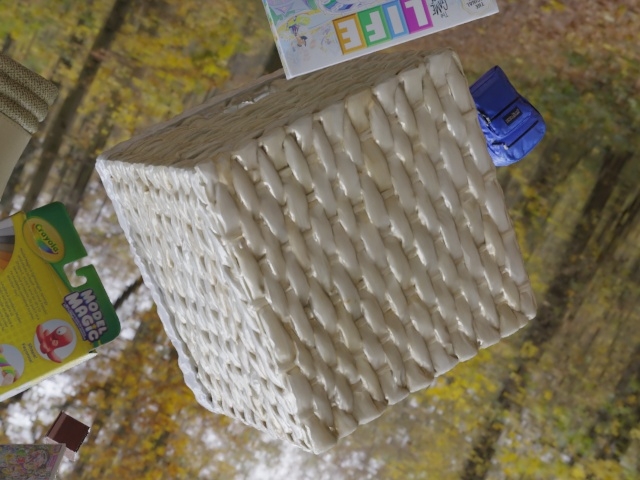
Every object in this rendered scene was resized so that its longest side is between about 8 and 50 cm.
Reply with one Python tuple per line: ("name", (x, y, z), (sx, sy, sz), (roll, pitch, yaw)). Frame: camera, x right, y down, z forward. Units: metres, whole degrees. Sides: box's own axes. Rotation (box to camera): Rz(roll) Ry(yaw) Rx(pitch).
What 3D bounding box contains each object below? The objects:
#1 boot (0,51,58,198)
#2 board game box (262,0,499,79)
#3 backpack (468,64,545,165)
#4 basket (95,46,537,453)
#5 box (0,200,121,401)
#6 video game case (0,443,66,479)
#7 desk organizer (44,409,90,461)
("boot", (-0.342, -0.079, 0.676), (0.262, 0.203, 0.095), (22, 169, -9))
("board game box", (0.035, -0.184, 0.656), (0.154, 0.103, 0.026), (-19, -171, -6))
("backpack", (0.238, -0.159, 1.272), (0.120, 0.098, 0.101), (50, 180, -3))
("basket", (0.000, 0.000, 1.001), (0.328, 0.331, 0.266), (-28, -160, -23))
("box", (-0.226, 0.055, 0.607), (0.105, 0.179, 0.043), (64, 173, 5))
("video game case", (-0.417, 0.305, 1.298), (0.122, 0.011, 0.087), (0, -159, -2))
("desk organizer", (-0.386, 0.301, 1.454), (0.050, 0.047, 0.130), (30, 157, -3))
